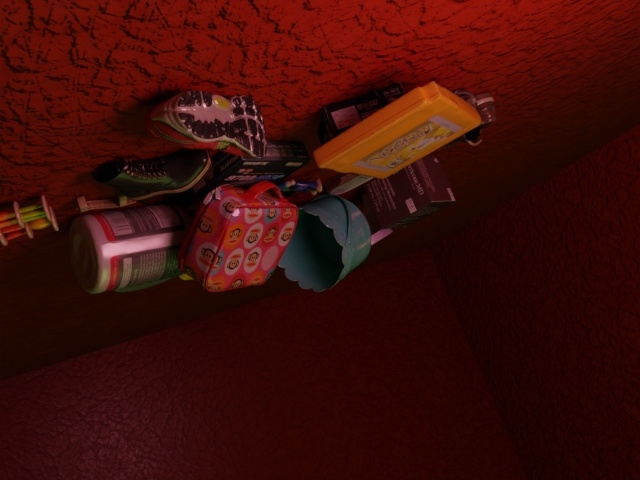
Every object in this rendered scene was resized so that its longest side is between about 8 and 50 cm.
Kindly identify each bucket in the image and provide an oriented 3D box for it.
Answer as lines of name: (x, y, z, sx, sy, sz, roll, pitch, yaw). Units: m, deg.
bucket: (0.007, 0.001, 1.917, 0.281, 0.281, 0.183, -32, 178, 44)

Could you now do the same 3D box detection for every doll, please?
doll: (-0.092, -0.137, 1.676, 0.189, 0.046, 0.129, -9, 174, -25)

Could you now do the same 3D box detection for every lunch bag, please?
lunch bag: (-0.175, -0.020, 1.452, 0.293, 0.120, 0.258, -1, 119, -62)

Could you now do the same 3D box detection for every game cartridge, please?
game cartridge: (0.174, -0.222, 1.349, 0.285, 0.052, 0.324, -28, 169, 26)

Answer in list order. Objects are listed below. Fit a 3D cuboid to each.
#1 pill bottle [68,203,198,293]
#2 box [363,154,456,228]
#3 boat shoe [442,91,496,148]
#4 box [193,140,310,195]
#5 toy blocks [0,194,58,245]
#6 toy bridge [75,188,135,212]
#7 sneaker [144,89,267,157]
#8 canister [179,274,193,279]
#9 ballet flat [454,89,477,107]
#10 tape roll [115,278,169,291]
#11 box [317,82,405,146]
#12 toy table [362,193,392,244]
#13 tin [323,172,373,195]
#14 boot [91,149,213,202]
pill bottle: (-0.396, 0.008, 1.456, 0.319, 0.176, 0.176, -12, 165, -40)
box: (0.280, -0.154, 1.979, 0.203, 0.168, 0.167, -30, 165, 37)
boat shoe: (0.391, -0.296, 1.696, 0.095, 0.095, 0.257, -18, 169, -16)
box: (-0.157, -0.162, 1.419, 0.175, 0.051, 0.220, -29, 166, 37)
toy blocks: (-0.594, -0.033, 1.209, 0.148, 0.054, 0.123, -18, 169, -16)
toy bridge: (-0.420, -0.092, 1.326, 0.188, 0.026, 0.063, -17, 169, -21)
sneaker: (-0.195, -0.203, 1.109, 0.118, 0.107, 0.279, -6, 174, 29)
canister: (-0.370, 0.060, 2.036, 0.170, 0.073, 0.126, -29, 167, 28)
ballet flat: (0.264, -0.303, 1.550, 0.250, 0.058, 0.084, -22, -154, 32)
tape roll: (-0.513, 0.081, 1.861, 0.219, 0.072, 0.219, -21, 168, -5)
box: (0.094, -0.255, 1.377, 0.180, 0.077, 0.147, -20, 169, -11)
toy table: (0.131, -0.053, 2.116, 0.252, 0.160, 0.274, -31, 177, -6)
tin: (0.097, -0.184, 1.845, 0.190, 0.040, 0.106, -26, 172, 23)
boot: (-0.320, -0.134, 1.205, 0.198, 0.076, 0.137, -25, 163, 13)
